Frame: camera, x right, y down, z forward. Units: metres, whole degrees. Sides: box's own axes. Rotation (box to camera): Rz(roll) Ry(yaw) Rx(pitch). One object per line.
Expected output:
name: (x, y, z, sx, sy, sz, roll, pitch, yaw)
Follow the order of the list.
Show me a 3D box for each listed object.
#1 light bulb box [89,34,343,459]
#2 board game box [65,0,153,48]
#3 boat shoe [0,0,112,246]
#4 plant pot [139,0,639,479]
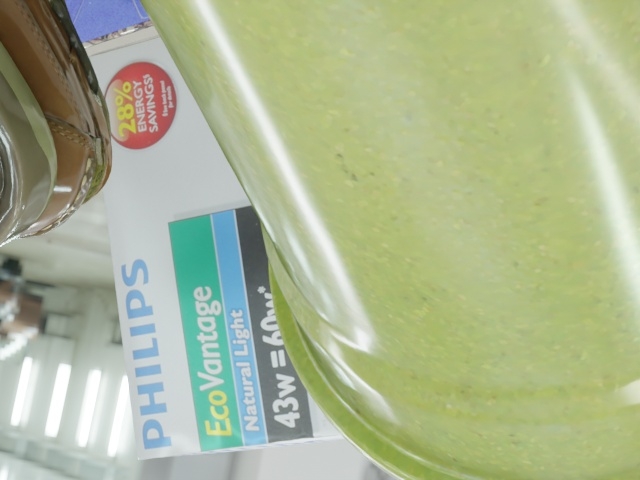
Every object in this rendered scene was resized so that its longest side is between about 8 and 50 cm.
light bulb box: (0.000, 0.000, 1.254, 0.225, 0.358, 0.361, -11, 174, 26)
board game box: (-0.111, -0.280, 0.713, 0.141, 0.291, 0.232, -17, 127, 8)
boat shoe: (-0.181, -0.138, 0.534, 0.110, 0.307, 0.104, -20, -173, 24)
plant pot: (0.057, -0.084, 0.437, 0.276, 0.276, 0.254, 6, 152, 31)
